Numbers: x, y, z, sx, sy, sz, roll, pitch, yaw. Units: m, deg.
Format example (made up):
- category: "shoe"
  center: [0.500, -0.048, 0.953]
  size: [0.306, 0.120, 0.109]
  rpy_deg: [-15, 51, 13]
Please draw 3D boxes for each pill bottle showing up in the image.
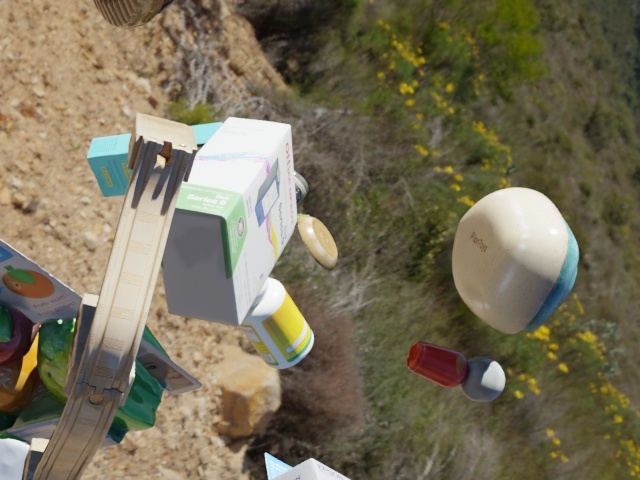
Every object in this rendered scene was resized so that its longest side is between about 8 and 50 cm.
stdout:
- category: "pill bottle"
  center: [-0.107, 0.150, 1.616]
  size: [0.208, 0.118, 0.117]
  rpy_deg: [59, 34, -33]

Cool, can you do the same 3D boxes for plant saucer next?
- category: "plant saucer"
  center: [0.000, 0.000, 1.056]
  size: [0.083, 0.015, 0.083]
  rpy_deg: [50, 21, -27]

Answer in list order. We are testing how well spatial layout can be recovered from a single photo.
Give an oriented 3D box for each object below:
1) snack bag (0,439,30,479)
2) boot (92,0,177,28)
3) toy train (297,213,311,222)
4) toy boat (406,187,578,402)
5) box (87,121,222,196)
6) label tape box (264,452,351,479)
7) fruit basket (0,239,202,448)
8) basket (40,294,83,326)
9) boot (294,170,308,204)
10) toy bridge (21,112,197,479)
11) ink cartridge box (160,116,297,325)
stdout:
- category: "snack bag"
  center: [-0.579, 0.408, 1.213]
  size: [0.343, 0.037, 0.323]
  rpy_deg: [38, 81, -35]
- category: "boot"
  center: [-0.075, -0.229, 0.571]
  size: [0.207, 0.248, 0.090]
  rpy_deg: [-25, 117, -15]
- category: "toy train"
  center: [-0.047, -0.043, 1.632]
  size: [0.017, 0.083, 0.023]
  rpy_deg: [49, 67, -29]
- category: "toy boat"
  center: [0.251, 0.082, 1.140]
  size: [0.148, 0.318, 0.267]
  rpy_deg: [21, 19, -13]
- category: "box"
  center: [-0.291, -0.146, 1.481]
  size: [0.060, 0.245, 0.100]
  rpy_deg: [-92, 174, -45]
- category: "label tape box"
  center: [0.055, 0.483, 1.343]
  size: [0.249, 0.115, 0.347]
  rpy_deg: [36, 14, -25]
- category: "fruit basket"
  center: [-0.377, 0.140, 0.995]
  size: [0.353, 0.327, 0.165]
  rpy_deg: [41, 41, -43]
- category: "basket"
  center: [-0.617, 0.266, 1.881]
  size: [0.299, 0.223, 0.213]
  rpy_deg: [3, 53, -47]
- category: "boot"
  center: [-0.128, -0.002, 1.286]
  size: [0.085, 0.236, 0.178]
  rpy_deg: [41, 43, -10]
- category: "toy bridge"
  center: [-0.090, 0.045, 0.330]
  size: [0.026, 0.188, 0.063]
  rpy_deg: [16, 20, -19]
- category: "ink cartridge box"
  center: [-0.104, -0.028, 0.948]
  size: [0.212, 0.093, 0.154]
  rpy_deg: [-64, 158, -52]
